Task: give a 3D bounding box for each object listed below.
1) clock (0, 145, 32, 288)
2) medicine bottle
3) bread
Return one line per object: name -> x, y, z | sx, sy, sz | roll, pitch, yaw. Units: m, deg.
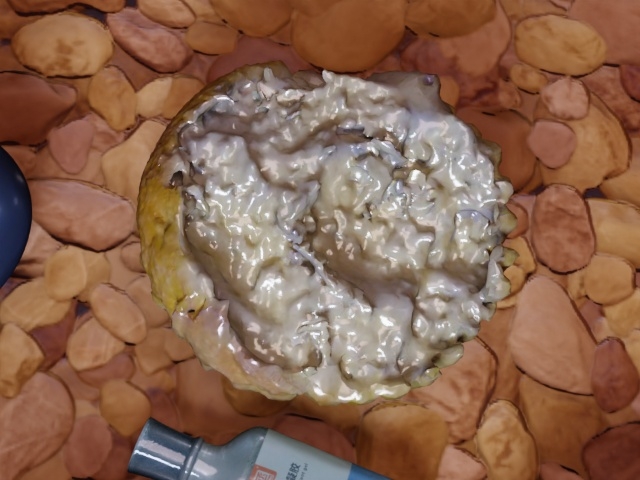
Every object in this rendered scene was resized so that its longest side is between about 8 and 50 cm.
clock -> -0.315, -0.043, 0.989 | 0.243, 0.146, 0.199 | 43, 68, 15
medicine bottle -> -0.032, 0.182, 0.996 | 0.208, 0.054, 0.090 | 22, 70, 0
bread -> 0.000, 0.000, 1.014 | 0.274, 0.149, 0.274 | 4, 65, -9
